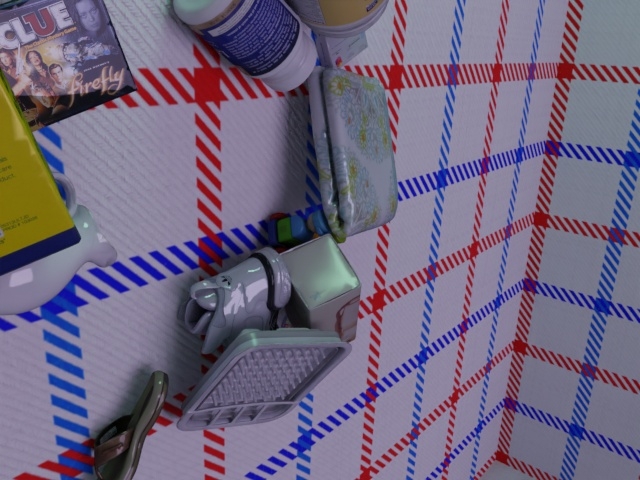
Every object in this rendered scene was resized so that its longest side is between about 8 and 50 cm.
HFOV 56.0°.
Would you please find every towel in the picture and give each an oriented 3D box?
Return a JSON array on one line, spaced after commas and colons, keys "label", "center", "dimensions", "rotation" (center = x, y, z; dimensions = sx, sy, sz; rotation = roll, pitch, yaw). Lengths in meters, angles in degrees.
[{"label": "towel", "center": [0.080, -0.207, 1.401], "dimensions": [0.320, 0.090, 0.374], "rotation": [-16, 99, -62]}]

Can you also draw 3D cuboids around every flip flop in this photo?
[{"label": "flip flop", "center": [-0.374, 0.369, 1.129], "dimensions": [0.080, 0.112, 0.277], "rotation": [29, 81, -27]}]

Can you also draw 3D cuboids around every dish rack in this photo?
[{"label": "dish rack", "center": [-0.123, 0.278, 1.245], "dimensions": [0.285, 0.072, 0.333], "rotation": [8, 136, -39]}]

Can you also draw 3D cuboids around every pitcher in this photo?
[{"label": "pitcher", "center": [-0.430, 0.002, 0.902], "dimensions": [0.207, 0.125, 0.178], "rotation": [-39, 112, -52]}]

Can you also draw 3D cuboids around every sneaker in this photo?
[{"label": "sneaker", "center": [-0.184, 0.189, 1.278], "dimensions": [0.210, 0.137, 0.366], "rotation": [-19, 135, -30]}]

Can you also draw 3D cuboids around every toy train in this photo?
[{"label": "toy train", "center": [0.000, 0.000, 1.405], "dimensions": [0.248, 0.143, 0.105], "rotation": [26, 52, -53]}]

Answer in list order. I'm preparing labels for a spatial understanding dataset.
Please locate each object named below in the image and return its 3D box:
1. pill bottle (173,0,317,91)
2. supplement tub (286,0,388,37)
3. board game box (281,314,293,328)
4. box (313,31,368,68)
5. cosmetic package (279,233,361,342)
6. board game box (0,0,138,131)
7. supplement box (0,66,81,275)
[{"label": "pill bottle", "center": [-0.126, -0.393, 1.100], "dimensions": [0.264, 0.153, 0.153], "rotation": [31, 78, -52]}, {"label": "supplement tub", "center": [0.018, -0.532, 1.090], "dimensions": [0.331, 0.241, 0.241], "rotation": [29, 79, -79]}, {"label": "board game box", "center": [-0.036, 0.227, 1.564], "dimensions": [0.133, 0.033, 0.169], "rotation": [-49, 138, -29]}, {"label": "box", "center": [0.040, -0.500, 1.373], "dimensions": [0.145, 0.038, 0.186], "rotation": [-45, 134, -32]}, {"label": "cosmetic package", "center": [-0.001, 0.135, 1.364], "dimensions": [0.129, 0.153, 0.296], "rotation": [-24, 153, -13]}, {"label": "board game box", "center": [-0.400, -0.245, 0.838], "dimensions": [0.243, 0.042, 0.165], "rotation": [-31, 128, -23]}, {"label": "supplement box", "center": [-0.452, -0.141, 0.690], "dimensions": [0.195, 0.194, 0.356], "rotation": [-26, 127, -18]}]
